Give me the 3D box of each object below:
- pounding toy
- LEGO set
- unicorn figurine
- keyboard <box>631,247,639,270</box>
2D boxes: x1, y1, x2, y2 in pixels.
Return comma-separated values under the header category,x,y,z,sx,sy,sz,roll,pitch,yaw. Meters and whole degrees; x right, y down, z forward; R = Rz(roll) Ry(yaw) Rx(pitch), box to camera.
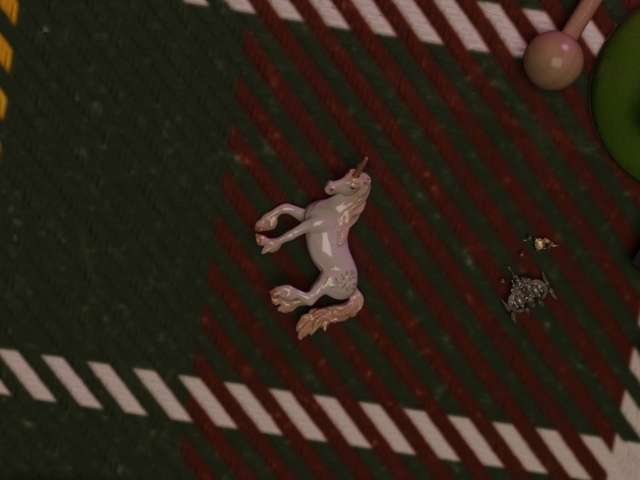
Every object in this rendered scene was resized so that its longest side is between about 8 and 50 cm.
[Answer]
category,x,y,z,sx,sy,sz,roll,pitch,yaw
pounding toy,0.310,-0.138,1.300,0.237,0.110,0.183,38,97,-9
LEGO set,0.187,0.036,1.371,0.054,0.023,0.083,-1,101,-2
unicorn figurine,0.000,0.000,1.347,0.111,0.060,0.162,-14,117,0
keyboard,0.406,0.104,1.332,0.317,0.033,0.201,39,120,10
